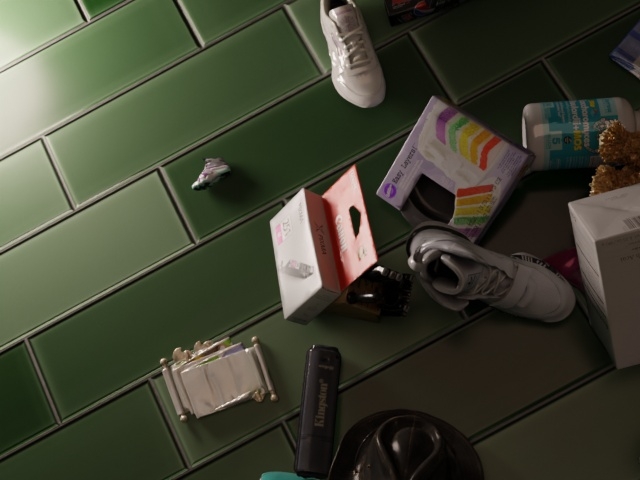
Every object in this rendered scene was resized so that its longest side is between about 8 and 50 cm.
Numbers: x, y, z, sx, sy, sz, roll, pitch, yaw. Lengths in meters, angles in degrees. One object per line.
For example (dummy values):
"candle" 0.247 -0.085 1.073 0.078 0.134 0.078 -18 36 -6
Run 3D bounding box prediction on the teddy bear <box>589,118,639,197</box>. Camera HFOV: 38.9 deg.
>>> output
"teddy bear" 0.687 -0.131 1.803 0.338 0.113 0.245 25 83 -17

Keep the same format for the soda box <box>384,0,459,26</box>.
"soda box" 0.236 -0.557 2.113 0.169 0.053 0.060 -17 72 5

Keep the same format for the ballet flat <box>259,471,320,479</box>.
"ballet flat" 0.058 0.574 1.780 0.409 0.147 0.146 12 76 13

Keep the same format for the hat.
"hat" 0.169 0.434 1.726 0.332 0.134 0.331 1 47 -2

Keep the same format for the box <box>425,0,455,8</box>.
"box" 0.390 -0.674 1.909 0.318 0.395 0.097 -18 72 -11

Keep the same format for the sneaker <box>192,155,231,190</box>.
"sneaker" -0.262 -0.161 2.090 0.098 0.038 0.069 -29 70 -10

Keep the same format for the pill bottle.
"pill bottle" 0.565 -0.226 1.914 0.264 0.146 0.146 -4 73 8

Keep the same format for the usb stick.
"usb stick" -0.004 0.352 1.871 0.077 0.045 0.277 6 65 1

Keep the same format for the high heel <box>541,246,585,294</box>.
"high heel" 0.571 -0.012 1.889 0.117 0.082 0.244 36 93 13

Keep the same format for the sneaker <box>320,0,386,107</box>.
"sneaker" 0.060 -0.443 2.057 0.114 0.152 0.305 -21 73 1

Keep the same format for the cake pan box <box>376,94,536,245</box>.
"cake pan box" 0.279 -0.136 1.923 0.246 0.070 0.266 38 113 18

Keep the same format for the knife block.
"knife block" 0.055 0.094 1.854 0.276 0.242 0.088 10 75 12

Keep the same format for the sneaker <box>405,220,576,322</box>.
"sneaker" 0.334 0.086 1.798 0.366 0.210 0.137 24 107 4

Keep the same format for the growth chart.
"growth chart" -0.223 0.293 1.958 0.237 0.021 0.171 -16 72 5

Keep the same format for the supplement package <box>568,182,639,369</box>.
"supplement package" 0.603 0.065 1.730 0.178 0.175 0.292 -16 116 5

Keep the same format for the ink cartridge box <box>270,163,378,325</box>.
"ink cartridge box" 0.000 0.000 1.875 0.239 0.060 0.275 -44 40 34

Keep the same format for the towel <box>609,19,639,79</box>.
"towel" 0.807 -0.399 1.984 0.285 0.034 0.209 40 83 18

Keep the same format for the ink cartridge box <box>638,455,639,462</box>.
"ink cartridge box" 0.672 0.405 1.685 0.115 0.198 0.067 26 80 15
